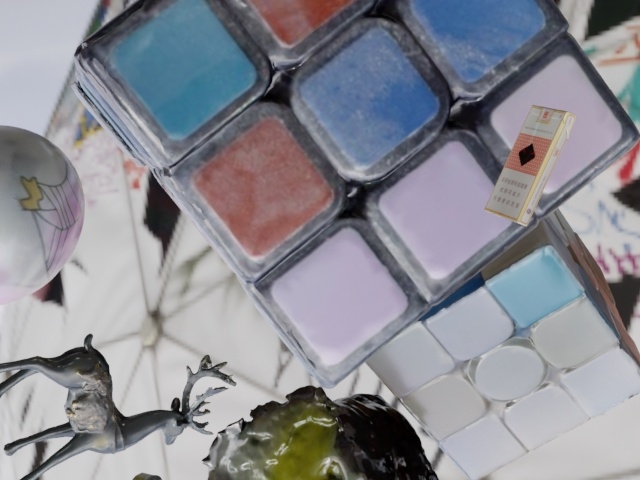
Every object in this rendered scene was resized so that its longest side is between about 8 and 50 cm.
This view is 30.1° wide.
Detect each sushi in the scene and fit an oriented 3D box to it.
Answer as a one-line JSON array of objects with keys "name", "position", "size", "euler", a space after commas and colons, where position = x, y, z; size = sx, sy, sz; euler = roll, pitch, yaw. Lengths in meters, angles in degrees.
[{"name": "sushi", "position": [0.017, 0.376, 1.765], "size": [0.281, 0.299, 0.294], "euler": [-40, 155, 10]}]

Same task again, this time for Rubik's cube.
[{"name": "Rubik's cube", "position": [0.277, 0.112, 1.942], "size": [0.347, 0.347, 0.344], "euler": [-31, -153, 14]}, {"name": "Rubik's cube", "position": [0.014, -0.128, 1.089], "size": [0.362, 0.358, 0.363], "euler": [-38, -167, -7]}]

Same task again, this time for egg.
[{"name": "egg", "position": [-0.354, -0.031, 1.313], "size": [0.196, 0.196, 0.271], "euler": [-3, -173, 15]}]

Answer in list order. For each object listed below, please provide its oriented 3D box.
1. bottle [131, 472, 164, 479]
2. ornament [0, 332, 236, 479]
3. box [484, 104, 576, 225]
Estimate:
[{"name": "bottle", "position": [-0.097, 0.300, 1.301], "size": [0.270, 0.083, 0.083], "euler": [9, -159, 32]}, {"name": "ornament", "position": [-0.105, 0.080, 0.611], "size": [0.125, 0.073, 0.028], "euler": [-13, -161, -12]}, {"name": "box", "position": [0.147, -0.053, 0.832], "size": [0.012, 0.083, 0.046], "euler": [24, -178, -26]}]
